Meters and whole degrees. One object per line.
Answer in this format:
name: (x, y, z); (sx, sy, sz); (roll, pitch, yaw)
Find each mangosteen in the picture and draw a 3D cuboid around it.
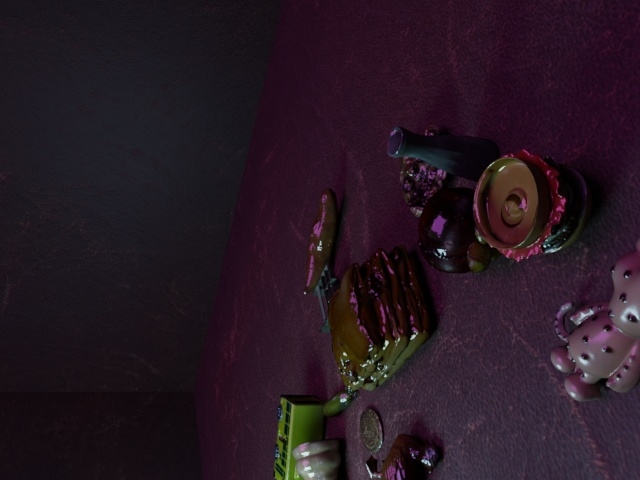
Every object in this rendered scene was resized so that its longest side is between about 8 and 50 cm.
mangosteen: (0.271, -0.015, 0.909); (0.180, 0.166, 0.166); (12, 95, 43)

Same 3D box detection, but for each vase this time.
vase: (0.233, -0.172, 0.947); (0.086, 0.214, 0.086); (-173, 90, -68)

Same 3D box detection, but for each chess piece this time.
chess piece: (0.009, 0.695, 1.349); (0.142, 0.143, 0.260); (125, 140, -49)

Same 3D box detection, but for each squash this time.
squash: (0.052, 0.469, 1.410); (0.183, 0.052, 0.052); (-52, 37, 45)

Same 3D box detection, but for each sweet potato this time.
sweet potato: (0.005, 0.003, 1.606); (0.106, 0.095, 0.354); (-7, -68, -67)

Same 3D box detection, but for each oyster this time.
oyster: (0.228, -0.161, 1.142); (0.223, 0.083, 0.214); (-171, 91, -74)

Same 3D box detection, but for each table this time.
table: (0.034, 0.178, 1.517); (0.175, 0.063, 0.146); (118, 150, -42)

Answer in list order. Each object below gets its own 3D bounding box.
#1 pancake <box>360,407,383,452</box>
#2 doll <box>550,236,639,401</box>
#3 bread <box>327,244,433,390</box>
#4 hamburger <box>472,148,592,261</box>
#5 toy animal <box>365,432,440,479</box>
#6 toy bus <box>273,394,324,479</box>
pancake: (0.130, 0.491, 1.259); (0.115, 0.011, 0.114); (-173, 90, -68)
doll: (0.397, 0.105, 0.626); (0.278, 0.119, 0.154); (112, 156, -53)
bread: (0.112, 0.189, 1.191); (0.324, 0.167, 0.277); (125, 145, -46)
hamburger: (0.336, -0.055, 0.766); (0.175, 0.137, 0.175); (-178, 90, -66)
toy animal: (0.186, 0.511, 1.039); (0.179, 0.089, 0.188); (-27, 52, 46)
toy bus: (-0.066, 0.631, 1.537); (0.150, 0.128, 0.262); (168, 109, -66)
